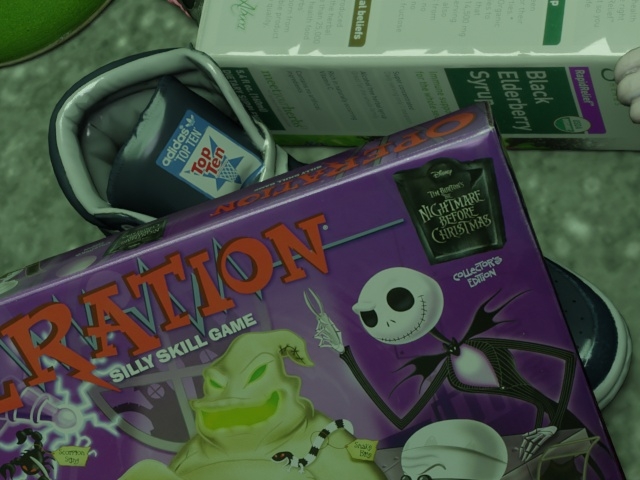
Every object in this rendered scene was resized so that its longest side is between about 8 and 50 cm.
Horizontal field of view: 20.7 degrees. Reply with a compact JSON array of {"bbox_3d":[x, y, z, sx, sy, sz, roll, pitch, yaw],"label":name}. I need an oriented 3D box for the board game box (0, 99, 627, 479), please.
[{"bbox_3d":[-0.055,0.094,0.763,0.347,0.056,0.208,-20,105,9],"label":"board game box"}]

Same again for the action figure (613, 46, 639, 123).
[{"bbox_3d":[0.276,-0.077,0.619,0.248,0.276,0.370,-27,81,-12],"label":"action figure"}]

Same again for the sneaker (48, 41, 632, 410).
[{"bbox_3d":[0.000,0.000,0.800,0.282,0.153,0.099,21,75,25],"label":"sneaker"}]

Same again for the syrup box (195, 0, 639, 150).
[{"bbox_3d":[0.069,-0.106,0.859,0.237,0.093,0.096,3,68,18],"label":"syrup box"}]

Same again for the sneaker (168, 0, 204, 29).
[{"bbox_3d":[-0.068,-0.141,0.953,0.057,0.047,0.119,-31,58,28],"label":"sneaker"}]

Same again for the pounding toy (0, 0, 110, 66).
[{"bbox_3d":[-0.216,-0.180,0.973,0.183,0.110,0.237,37,81,28],"label":"pounding toy"}]
